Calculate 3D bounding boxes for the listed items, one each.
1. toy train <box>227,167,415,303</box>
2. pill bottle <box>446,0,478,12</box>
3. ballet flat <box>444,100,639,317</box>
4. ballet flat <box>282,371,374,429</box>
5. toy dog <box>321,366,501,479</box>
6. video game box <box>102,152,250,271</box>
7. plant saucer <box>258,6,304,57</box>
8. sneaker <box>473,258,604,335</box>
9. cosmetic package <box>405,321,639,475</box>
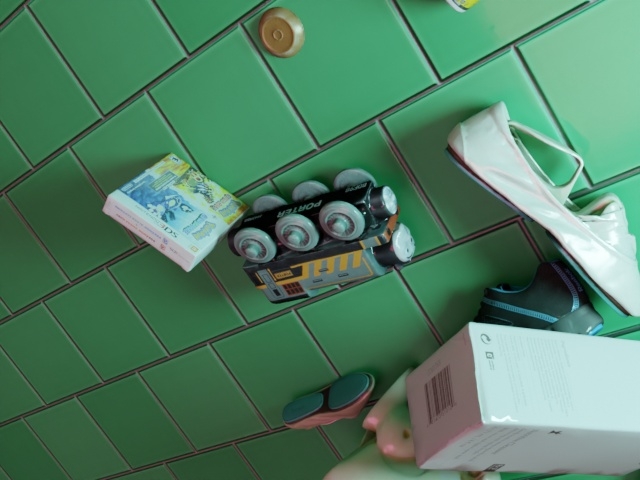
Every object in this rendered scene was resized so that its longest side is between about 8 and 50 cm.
[{"bbox_3d":[0.000,0.000,1.386,0.334,0.142,0.190,-15,123,29],"label":"toy train"},{"bbox_3d":[0.222,-0.372,1.093,0.116,0.065,0.065,-33,100,36],"label":"pill bottle"},{"bbox_3d":[0.364,-0.052,1.182,0.400,0.139,0.139,43,128,-1],"label":"ballet flat"},{"bbox_3d":[0.031,0.329,1.600,0.248,0.086,0.086,-26,104,37],"label":"ballet flat"},{"bbox_3d":[0.220,0.479,1.400,0.408,0.395,0.284,33,119,16],"label":"toy dog"},{"bbox_3d":[-0.252,-0.056,1.426,0.187,0.205,0.048,36,126,2],"label":"video game box"},{"bbox_3d":[-0.066,-0.334,1.290,0.083,0.015,0.083,13,123,20],"label":"plant saucer"},{"bbox_3d":[0.307,0.148,1.345,0.341,0.125,0.139,-34,73,38],"label":"sneaker"},{"bbox_3d":[0.348,0.249,1.201,0.385,0.156,0.217,8,146,-17],"label":"cosmetic package"}]
